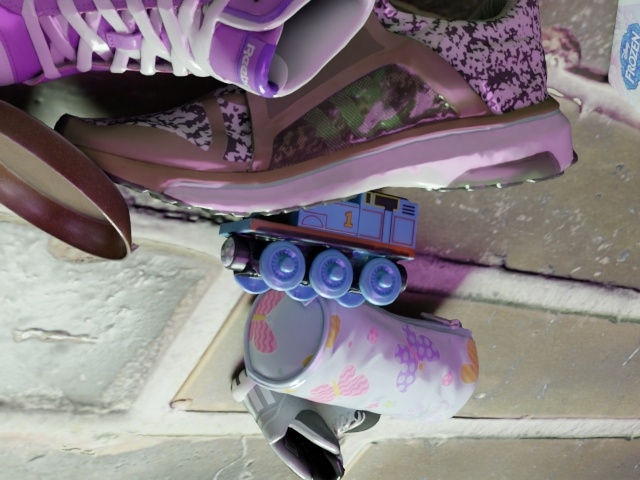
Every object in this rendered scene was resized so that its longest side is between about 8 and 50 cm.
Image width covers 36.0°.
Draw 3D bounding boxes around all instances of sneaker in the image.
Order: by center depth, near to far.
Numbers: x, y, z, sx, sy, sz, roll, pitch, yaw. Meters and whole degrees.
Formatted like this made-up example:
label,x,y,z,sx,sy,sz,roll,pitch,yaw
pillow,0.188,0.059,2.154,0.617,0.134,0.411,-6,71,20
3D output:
label,x,y,z,sx,sy,sz,roll,pitch,yaw
sneaker,-0.103,-0.137,0.600,0.282,0.161,0.102,-23,143,-9
sneaker,0.003,-0.125,0.742,0.410,0.158,0.182,-8,103,-22
sneaker,0.005,0.214,1.073,0.229,0.132,0.086,22,118,-45

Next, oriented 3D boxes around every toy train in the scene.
label,x,y,z,sx,sy,sz,roll,pitch,yaw
toy train,0.000,0.000,0.865,0.184,0.105,0.080,10,169,-28

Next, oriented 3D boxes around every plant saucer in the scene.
label,x,y,z,sx,sy,sz,roll,pitch,yaw
plant saucer,-0.192,-0.046,0.660,0.029,0.168,0.168,-59,147,-20

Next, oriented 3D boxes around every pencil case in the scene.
label,x,y,z,sx,sy,sz,roll,pitch,yaw
pencil case,0.049,0.115,1.011,0.273,0.113,0.124,19,124,-44

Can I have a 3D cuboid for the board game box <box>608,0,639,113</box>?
label,x,y,z,sx,sy,sz,roll,pitch,yaw
board game box,0.414,-0.295,0.851,0.319,0.066,0.318,-23,141,-11
